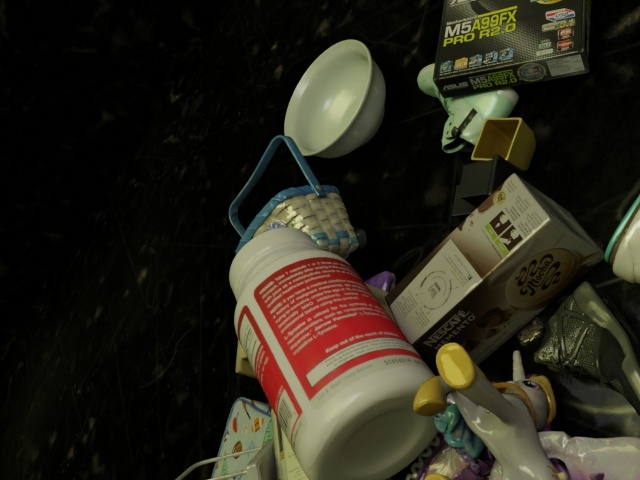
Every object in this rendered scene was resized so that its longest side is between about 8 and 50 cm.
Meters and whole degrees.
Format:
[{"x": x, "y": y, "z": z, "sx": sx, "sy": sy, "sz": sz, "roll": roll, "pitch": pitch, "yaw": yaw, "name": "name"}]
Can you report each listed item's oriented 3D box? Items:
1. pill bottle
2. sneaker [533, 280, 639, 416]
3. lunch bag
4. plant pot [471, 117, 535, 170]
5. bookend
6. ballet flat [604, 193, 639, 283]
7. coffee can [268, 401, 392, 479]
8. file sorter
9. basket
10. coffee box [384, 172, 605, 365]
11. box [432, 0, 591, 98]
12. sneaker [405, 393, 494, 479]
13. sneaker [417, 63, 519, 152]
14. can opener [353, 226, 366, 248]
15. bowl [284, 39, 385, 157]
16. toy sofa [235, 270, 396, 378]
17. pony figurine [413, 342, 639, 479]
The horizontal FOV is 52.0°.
[{"x": 0.000, "y": 0.162, "z": 1.042, "sx": 0.229, "sy": 0.229, "sz": 0.408, "roll": -53, "pitch": 43, "yaw": 17, "name": "pill bottle"}, {"x": 0.385, "y": 0.175, "z": 0.910, "sx": 0.130, "sy": 0.087, "sz": 0.228, "roll": -49, "pitch": 36, "yaw": 24, "name": "sneaker"}, {"x": -0.134, "y": 0.482, "z": 1.362, "sx": 0.243, "sy": 0.115, "sz": 0.303, "roll": 6, "pitch": 76, "yaw": 55, "name": "lunch bag"}, {"x": 0.334, "y": -0.162, "z": 1.164, "sx": 0.081, "sy": 0.083, "sz": 0.082, "roll": 14, "pitch": 81, "yaw": 54, "name": "plant pot"}, {"x": 0.278, "y": -0.072, "z": 1.122, "sx": 0.156, "sy": 0.157, "sz": 0.072, "roll": -6, "pitch": 65, "yaw": 49, "name": "bookend"}, {"x": 0.529, "y": -0.113, "z": 0.878, "sx": 0.139, "sy": 0.139, "sz": 0.400, "roll": 33, "pitch": 101, "yaw": 54, "name": "ballet flat"}, {"x": 0.021, "y": 0.397, "z": 1.138, "sx": 0.201, "sy": 0.201, "sz": 0.275, "roll": -38, "pitch": 44, "yaw": 32, "name": "coffee can"}, {"x": -0.139, "y": 0.520, "z": 1.142, "sx": 0.173, "sy": 0.193, "sz": 0.278, "roll": -14, "pitch": 84, "yaw": 5, "name": "file sorter"}, {"x": -0.071, "y": -0.043, "z": 1.379, "sx": 0.255, "sy": 0.201, "sz": 0.289, "roll": -55, "pitch": 54, "yaw": 33, "name": "basket"}, {"x": 0.270, "y": 0.060, "z": 1.047, "sx": 0.297, "sy": 0.168, "sz": 0.119, "roll": -47, "pitch": 40, "yaw": 23, "name": "coffee box"}, {"x": 0.353, "y": -0.386, "z": 1.211, "sx": 0.270, "sy": 0.060, "sz": 0.216, "roll": -3, "pitch": 62, "yaw": 31, "name": "box"}, {"x": 0.212, "y": 0.356, "z": 1.021, "sx": 0.104, "sy": 0.095, "sz": 0.236, "roll": 22, "pitch": 87, "yaw": 46, "name": "sneaker"}, {"x": 0.253, "y": -0.260, "z": 1.307, "sx": 0.151, "sy": 0.094, "sz": 0.256, "roll": -57, "pitch": 39, "yaw": 1, "name": "sneaker"}, {"x": 0.000, "y": 0.000, "z": 1.523, "sx": 0.283, "sy": 0.076, "sz": 0.095, "roll": 19, "pitch": 118, "yaw": 53, "name": "can opener"}, {"x": 0.057, "y": -0.312, "z": 1.556, "sx": 0.298, "sy": 0.134, "sz": 0.298, "roll": -29, "pitch": 49, "yaw": 40, "name": "bowl"}, {"x": -0.012, "y": 0.171, "z": 1.353, "sx": 0.362, "sy": 0.150, "sz": 0.177, "roll": -26, "pitch": 53, "yaw": 42, "name": "toy sofa"}, {"x": 0.269, "y": 0.295, "z": 0.822, "sx": 0.302, "sy": 0.363, "sz": 0.351, "roll": -34, "pitch": 62, "yaw": 26, "name": "pony figurine"}]
